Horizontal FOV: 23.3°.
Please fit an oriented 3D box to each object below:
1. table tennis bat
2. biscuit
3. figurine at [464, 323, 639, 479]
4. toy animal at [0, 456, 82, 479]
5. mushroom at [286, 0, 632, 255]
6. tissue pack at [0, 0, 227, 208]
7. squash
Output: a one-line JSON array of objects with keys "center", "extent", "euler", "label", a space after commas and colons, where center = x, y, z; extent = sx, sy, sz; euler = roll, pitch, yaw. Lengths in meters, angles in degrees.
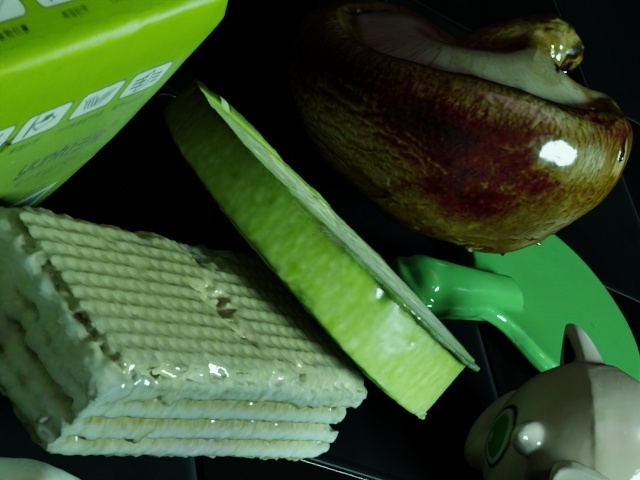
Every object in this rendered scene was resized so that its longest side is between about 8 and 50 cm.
[{"center": [0.132, 0.041, 1.040], "extent": [0.257, 0.039, 0.160], "euler": [10, 44, -50], "label": "table tennis bat"}, {"center": [-0.068, 0.045, 0.721], "extent": [0.108, 0.062, 0.239], "euler": [52, 17, 24], "label": "biscuit"}, {"center": [0.144, 0.129, 0.882], "extent": [0.125, 0.125, 0.138], "euler": [36, 24, -17], "label": "figurine"}, {"center": [-0.132, 0.114, 0.552], "extent": [0.282, 0.138, 0.140], "euler": [13, 39, -43], "label": "toy animal"}, {"center": [0.077, -0.071, 0.988], "extent": [0.194, 0.138, 0.231], "euler": [-17, 36, -37], "label": "mushroom"}, {"center": [-0.201, -0.074, 0.619], "extent": [0.167, 0.200, 0.274], "euler": [51, 32, 3], "label": "tissue pack"}, {"center": [-0.004, 0.004, 0.840], "extent": [0.219, 0.041, 0.219], "euler": [46, 3, -3], "label": "squash"}]
